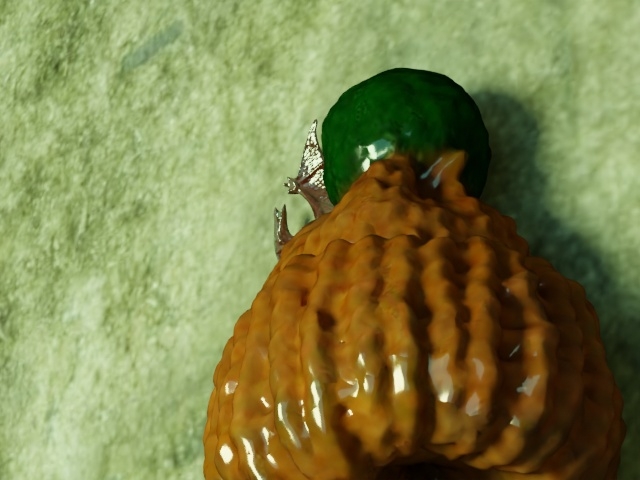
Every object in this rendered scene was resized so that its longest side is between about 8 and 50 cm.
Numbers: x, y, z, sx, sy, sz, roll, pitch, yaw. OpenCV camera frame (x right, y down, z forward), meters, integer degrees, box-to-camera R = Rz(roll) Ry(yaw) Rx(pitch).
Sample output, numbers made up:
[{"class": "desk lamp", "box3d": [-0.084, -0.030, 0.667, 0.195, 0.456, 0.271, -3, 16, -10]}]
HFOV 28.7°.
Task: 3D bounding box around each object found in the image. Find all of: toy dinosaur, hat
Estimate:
[{"class": "toy dinosaur", "box3d": [0.001, 0.000, 1.055, 0.108, 0.032, 0.220, -12, 69, 32]}, {"class": "hat", "box3d": [0.030, 0.051, 0.874, 0.285, 0.285, 0.400, -37, 44, 22]}]
